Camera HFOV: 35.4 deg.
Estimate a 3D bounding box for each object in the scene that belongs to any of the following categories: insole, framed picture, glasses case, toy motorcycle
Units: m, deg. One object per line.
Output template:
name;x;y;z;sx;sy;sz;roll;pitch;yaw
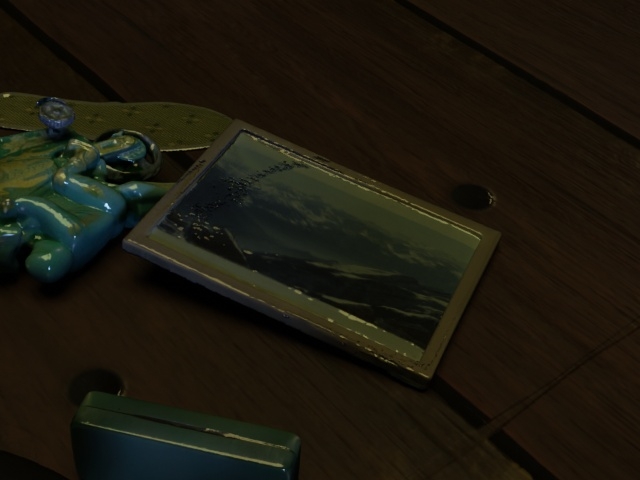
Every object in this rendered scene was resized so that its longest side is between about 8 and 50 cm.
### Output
insole;-0.260;-0.150;1.247;0.322;0.007;0.109;7;40;1
framed picture;0.000;0.000;1.051;0.335;0.022;0.247;24;43;11
glasses case;-0.110;0.177;0.822;0.184;0.078;0.039;11;40;7
toy motorcycle;-0.282;-0.045;1.044;0.296;0.109;0.198;-18;56;-33

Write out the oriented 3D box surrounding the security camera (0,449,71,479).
security camera;-0.242;0.283;0.603;0.197;0.191;0.277;13;42;7
